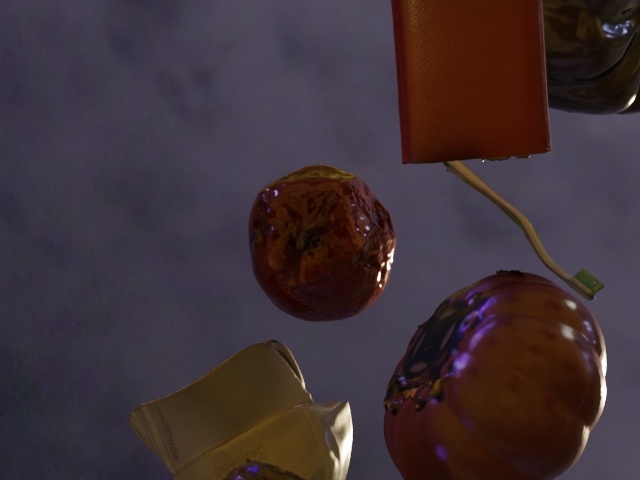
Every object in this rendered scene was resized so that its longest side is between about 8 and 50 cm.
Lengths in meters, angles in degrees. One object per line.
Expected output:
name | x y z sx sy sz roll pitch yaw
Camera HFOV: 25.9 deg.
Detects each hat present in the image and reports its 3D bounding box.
hat | -0.077 0.225 1.478 0.219 0.226 0.164 -29 -118 4

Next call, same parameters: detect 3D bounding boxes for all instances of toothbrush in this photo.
toothbrush | 0.200 -0.020 1.449 0.026 0.022 0.263 -38 -128 -8

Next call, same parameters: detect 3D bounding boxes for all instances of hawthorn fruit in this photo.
hawthorn fruit | 0.001 -0.002 1.464 0.173 0.179 0.173 -4 -125 5

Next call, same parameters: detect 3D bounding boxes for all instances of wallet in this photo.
wallet | 0.139 -0.176 1.301 0.142 0.045 0.204 -5 -82 2

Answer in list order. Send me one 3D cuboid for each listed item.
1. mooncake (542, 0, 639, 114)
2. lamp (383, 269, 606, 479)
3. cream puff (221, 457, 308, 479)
mooncake | 0.321 -0.283 1.593 0.154 0.306 0.306 22 -125 35
lamp | 0.127 0.112 0.974 0.140 0.182 0.182 35 -121 -13
cream puff | -0.031 0.217 0.944 0.144 0.126 0.103 20 -124 29
